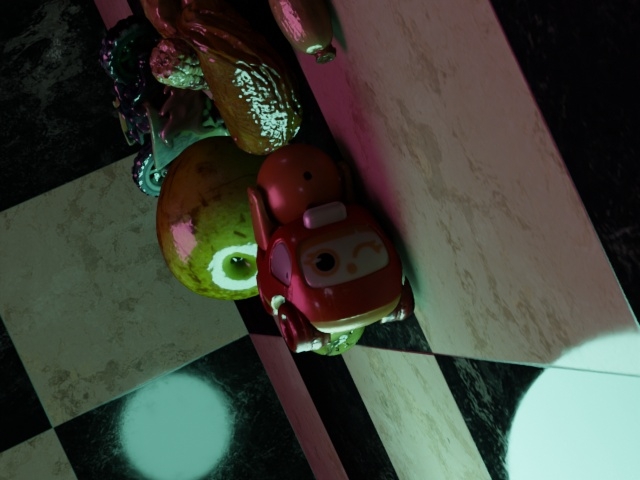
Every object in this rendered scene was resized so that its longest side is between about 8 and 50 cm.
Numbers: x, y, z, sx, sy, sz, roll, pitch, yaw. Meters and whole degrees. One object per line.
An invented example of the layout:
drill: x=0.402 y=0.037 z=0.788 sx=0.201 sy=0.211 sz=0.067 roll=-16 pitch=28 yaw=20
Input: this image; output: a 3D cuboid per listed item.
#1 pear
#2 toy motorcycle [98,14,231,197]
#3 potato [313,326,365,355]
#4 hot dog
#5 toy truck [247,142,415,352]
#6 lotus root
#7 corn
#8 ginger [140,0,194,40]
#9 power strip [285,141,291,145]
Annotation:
pear: x=-0.152 y=-0.041 z=1.910 sx=0.284 sy=0.283 sz=0.284 roll=60 pitch=167 yaw=23
toy motorcycle: x=-0.274 y=-0.264 z=2.081 sx=0.168 sy=0.237 sz=0.410 roll=39 pitch=153 yaw=32
potato: x=-0.001 y=0.108 z=1.853 sx=0.248 sy=0.143 sz=0.169 roll=98 pitch=152 yaw=-70
hot dog: x=-0.118 y=-0.255 z=1.679 sx=0.196 sy=0.122 sz=0.272 roll=50 pitch=168 yaw=41
toy truck: x=0.000 y=0.000 z=1.555 sx=0.265 sy=0.189 sz=0.239 roll=-135 pitch=31 yaw=-58
lotus root: x=-0.028 y=-0.284 z=1.367 sx=0.150 sy=0.062 sz=0.073 roll=62 pitch=168 yaw=5
corn: x=-0.184 y=-0.276 z=1.797 sx=0.237 sy=0.079 sz=0.080 roll=-3 pitch=-119 yaw=-59
ginger: x=-0.282 y=-0.481 z=1.803 sx=0.375 sy=0.166 sz=0.236 roll=51 pitch=-163 yaw=15
power strip: x=-0.070 y=-0.176 z=1.874 sx=0.083 sy=0.035 sz=0.055 roll=42 pitch=158 yaw=31
